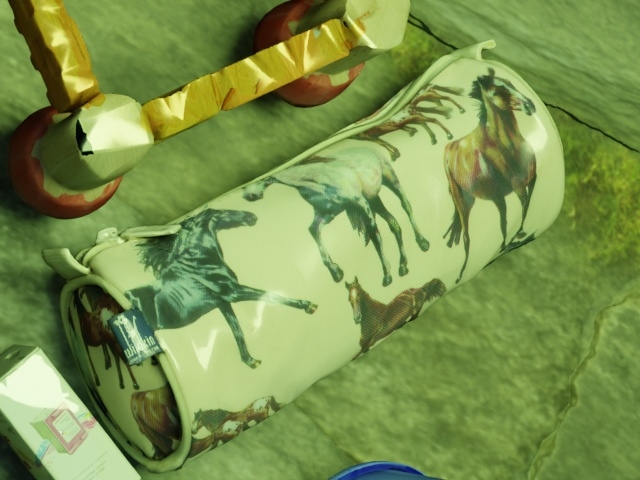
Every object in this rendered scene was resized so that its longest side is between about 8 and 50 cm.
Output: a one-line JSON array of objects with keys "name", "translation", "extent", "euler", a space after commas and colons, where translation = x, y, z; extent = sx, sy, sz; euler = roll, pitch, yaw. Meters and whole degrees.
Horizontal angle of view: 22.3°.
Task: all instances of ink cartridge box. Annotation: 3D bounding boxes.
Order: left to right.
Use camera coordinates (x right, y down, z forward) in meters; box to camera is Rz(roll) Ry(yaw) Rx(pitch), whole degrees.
[{"name": "ink cartridge box", "translation": [-0.196, 0.138, 1.172], "extent": [0.052, 0.088, 0.122], "euler": [-39, 101, -20]}]

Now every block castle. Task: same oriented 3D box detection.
[{"name": "block castle", "translation": [-0.157, -0.274, 1.168], "extent": [0.303, 0.213, 0.453], "euler": [-27, 95, -22]}]

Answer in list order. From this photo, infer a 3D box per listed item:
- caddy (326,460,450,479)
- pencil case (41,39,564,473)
[{"name": "caddy", "translation": [0.090, 0.323, 1.240], "extent": [0.341, 0.179, 0.241], "euler": [53, 54, -31]}, {"name": "pencil case", "translation": [0.000, 0.000, 1.241], "extent": [0.410, 0.160, 0.184], "euler": [-31, 113, -25]}]
